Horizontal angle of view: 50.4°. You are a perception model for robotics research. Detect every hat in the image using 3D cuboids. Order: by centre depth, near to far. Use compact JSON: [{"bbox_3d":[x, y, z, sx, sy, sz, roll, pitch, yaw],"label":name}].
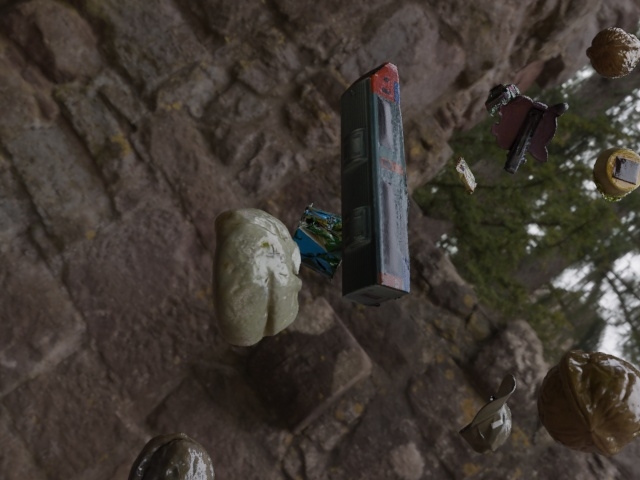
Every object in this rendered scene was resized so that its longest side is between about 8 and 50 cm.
[{"bbox_3d":[0.449,0.434,1.679,0.144,0.166,0.173,52,-37,2],"label":"hat"}]

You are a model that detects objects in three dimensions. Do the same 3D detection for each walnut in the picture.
[{"bbox_3d":[0.553,0.330,1.381,0.228,0.228,0.228,51,-11,14],"label":"walnut"},{"bbox_3d":[0.603,-0.387,1.401,0.124,0.105,0.105,-10,54,-52],"label":"walnut"},{"bbox_3d":[-0.338,0.548,1.544,0.224,0.224,0.224,51,-11,14],"label":"walnut"}]

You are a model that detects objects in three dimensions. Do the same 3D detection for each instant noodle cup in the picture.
[{"bbox_3d":[0.000,0.000,2.285,0.178,0.240,0.240,23,-11,-1],"label":"instant noodle cup"}]

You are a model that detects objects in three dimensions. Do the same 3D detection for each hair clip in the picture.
[{"bbox_3d":[0.461,-0.244,1.547,0.146,0.056,0.187,17,-61,8],"label":"hair clip"}]

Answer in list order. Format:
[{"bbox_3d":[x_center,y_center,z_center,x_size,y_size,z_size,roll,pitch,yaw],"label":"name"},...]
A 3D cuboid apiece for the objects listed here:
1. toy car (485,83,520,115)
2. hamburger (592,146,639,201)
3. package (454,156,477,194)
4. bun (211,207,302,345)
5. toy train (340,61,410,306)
[{"bbox_3d":[0.427,-0.342,1.613,0.055,0.069,0.142,55,29,-3],"label":"toy car"},{"bbox_3d":[0.761,-0.170,1.749,0.081,0.126,0.141,167,-79,-78],"label":"hamburger"},{"bbox_3d":[0.510,-0.226,2.390,0.121,0.031,0.108,58,32,-15],"label":"package"},{"bbox_3d":[-0.158,0.087,1.743,0.365,0.219,0.365,-5,90,-88],"label":"bun"},{"bbox_3d":[0.079,-0.106,1.062,0.089,0.410,0.086,18,-28,-37],"label":"toy train"}]
